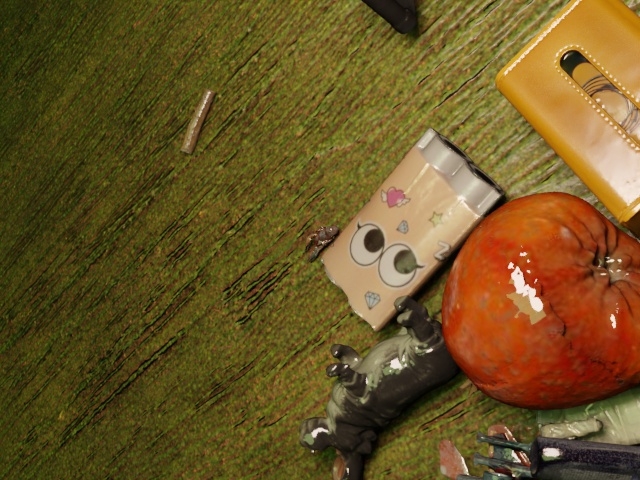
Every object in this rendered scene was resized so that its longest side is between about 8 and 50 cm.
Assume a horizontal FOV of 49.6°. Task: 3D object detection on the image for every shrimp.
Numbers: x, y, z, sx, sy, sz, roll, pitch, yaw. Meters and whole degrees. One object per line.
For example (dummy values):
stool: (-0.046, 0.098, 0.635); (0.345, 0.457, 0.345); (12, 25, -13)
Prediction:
shrimp: (-0.003, -0.001, 1.242); (0.092, 0.029, 0.038); (-49, 58, 25)

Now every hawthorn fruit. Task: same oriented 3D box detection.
hawthorn fruit: (0.270, 0.104, 0.889); (0.307, 0.276, 0.276); (-51, 56, 36)

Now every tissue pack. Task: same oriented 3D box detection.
tissue pack: (0.391, -0.167, 0.906); (0.194, 0.145, 0.274); (-46, 57, 23)

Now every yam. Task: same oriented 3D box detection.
yam: (-0.263, -0.255, 1.480); (0.032, 0.032, 0.145); (29, 99, 37)

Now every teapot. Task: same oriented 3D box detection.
teapot: (0.373, 0.226, 0.872); (0.200, 0.107, 0.077); (-23, 74, 33)

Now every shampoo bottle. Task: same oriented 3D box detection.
shampoo bottle: (0.376, 0.273, 0.831); (0.234, 0.087, 0.049); (4, 61, 8)

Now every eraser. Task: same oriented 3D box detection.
eraser: (0.141, -0.015, 1.100); (0.290, 0.087, 0.171); (-50, 58, 20)

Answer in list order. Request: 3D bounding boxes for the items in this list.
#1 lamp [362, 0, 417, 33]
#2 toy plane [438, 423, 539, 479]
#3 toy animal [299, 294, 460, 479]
lamp: (0.154, -0.571, 1.109); (0.272, 0.205, 0.374); (-30, 54, 34)
toy plane: (0.280, 0.361, 0.884); (0.326, 0.104, 0.223); (-1, 75, 48)
toy animal: (0.072, 0.239, 1.075); (0.168, 0.106, 0.343); (33, 110, -8)
